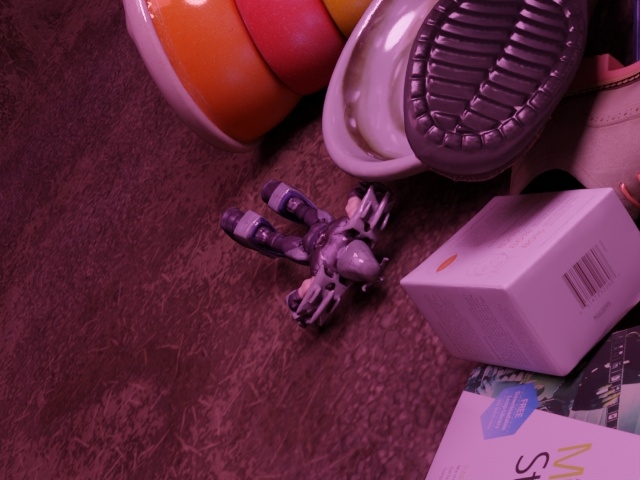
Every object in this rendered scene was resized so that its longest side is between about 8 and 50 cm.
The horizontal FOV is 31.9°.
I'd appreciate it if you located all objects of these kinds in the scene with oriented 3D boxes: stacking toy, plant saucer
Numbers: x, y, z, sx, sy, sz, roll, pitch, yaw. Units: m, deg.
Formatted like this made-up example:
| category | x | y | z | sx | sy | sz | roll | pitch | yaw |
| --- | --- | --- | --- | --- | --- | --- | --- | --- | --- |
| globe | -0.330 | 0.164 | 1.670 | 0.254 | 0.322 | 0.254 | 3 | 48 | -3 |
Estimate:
| category | x | y | z | sx | sy | sz | roll | pitch | yaw |
| --- | --- | --- | --- | --- | --- | --- | --- | --- | --- |
| stacking toy | 0.005 | -0.354 | 1.511 | 0.480 | 0.350 | 0.350 | -21 | 40 | 19 |
| plant saucer | 0.172 | -0.217 | 1.250 | 0.400 | 0.100 | 0.400 | -36 | 35 | 30 |

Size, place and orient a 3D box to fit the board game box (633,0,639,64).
| category | x | y | z | sx | sy | sz | roll | pitch | yaw |
| --- | --- | --- | --- | --- | --- | --- | --- | --- | --- |
| board game box | 0.370 | -0.217 | 0.928 | 0.243 | 0.042 | 0.165 | 2 | 93 | 54 |

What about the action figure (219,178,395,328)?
| category | x | y | z | sx | sy | sz | roll | pitch | yaw |
| --- | --- | --- | --- | --- | --- | --- | --- | --- | --- |
| action figure | 0.000 | 0.000 | 1.288 | 0.185 | 0.099 | 0.285 | -50 | 32 | -7 |

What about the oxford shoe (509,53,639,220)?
| category | x | y | z | sx | sy | sz | roll | pitch | yaw |
| --- | --- | --- | --- | --- | --- | --- | --- | --- | --- |
| oxford shoe | 0.299 | -0.080 | 0.898 | 0.397 | 0.140 | 0.146 | -13 | 51 | 64 |

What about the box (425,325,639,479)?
| category | x | y | z | sx | sy | sz | roll | pitch | yaw |
| --- | --- | --- | --- | --- | --- | --- | --- | --- | --- |
| box | 0.208 | 0.158 | 0.793 | 0.322 | 0.058 | 0.232 | -21 | 28 | 42 |

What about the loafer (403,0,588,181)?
| category | x | y | z | sx | sy | sz | roll | pitch | yaw |
| --- | --- | --- | --- | --- | --- | --- | --- | --- | --- |
| loafer | 0.174 | -0.180 | 0.994 | 0.130 | 0.134 | 0.366 | 89 | -156 | -55 |

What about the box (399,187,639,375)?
| category | x | y | z | sx | sy | sz | roll | pitch | yaw |
| --- | --- | --- | --- | --- | --- | --- | --- | --- | --- |
| box | 0.172 | 0.032 | 0.933 | 0.130 | 0.091 | 0.170 | -40 | 14 | -18 |
